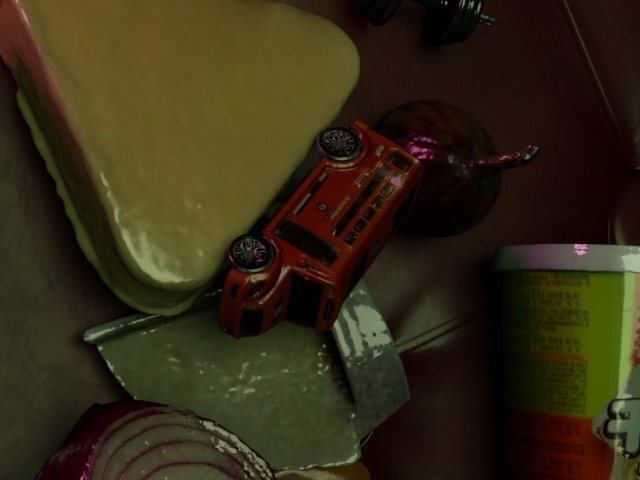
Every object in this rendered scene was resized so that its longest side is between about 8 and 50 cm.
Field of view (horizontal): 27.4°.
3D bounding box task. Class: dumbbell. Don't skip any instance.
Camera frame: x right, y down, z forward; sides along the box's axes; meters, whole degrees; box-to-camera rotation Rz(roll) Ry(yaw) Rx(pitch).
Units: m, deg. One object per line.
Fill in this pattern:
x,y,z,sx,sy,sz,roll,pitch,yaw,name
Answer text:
0.111,-0.284,1.521,0.208,0.099,0.099,15,75,-21,dumbbell

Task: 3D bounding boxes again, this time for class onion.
-0.185,0.277,1.243,0.206,0.207,0.216,41,36,2,onion

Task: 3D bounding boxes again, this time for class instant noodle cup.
0.329,0.167,1.463,0.293,0.294,0.308,5,86,-23,instant noodle cup

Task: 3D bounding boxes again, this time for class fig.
0.137,-0.070,1.463,0.148,0.202,0.149,-11,121,-12,fig

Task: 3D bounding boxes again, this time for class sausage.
-0.025,0.246,1.394,0.183,0.054,0.062,14,44,-19,sausage

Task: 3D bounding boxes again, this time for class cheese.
-0.152,-0.101,1.334,0.383,0.104,0.384,9,66,-21,cheese

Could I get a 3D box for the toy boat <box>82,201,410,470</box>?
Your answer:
-0.049,0.122,1.377,0.293,0.111,0.276,-38,83,-18,toy boat

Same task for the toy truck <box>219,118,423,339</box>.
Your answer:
0.000,0.000,1.313,0.114,0.107,0.253,29,55,12,toy truck
